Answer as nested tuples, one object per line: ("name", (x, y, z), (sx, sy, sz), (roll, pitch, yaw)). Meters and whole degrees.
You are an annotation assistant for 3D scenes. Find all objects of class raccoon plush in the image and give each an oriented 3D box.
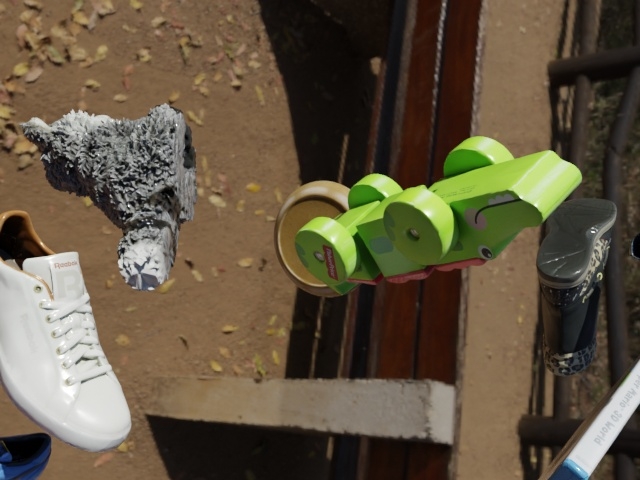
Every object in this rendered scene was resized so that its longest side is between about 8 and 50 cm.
("raccoon plush", (-0.386, -0.097, 1.188), (0.446, 0.299, 0.216), (-89, 177, -63))

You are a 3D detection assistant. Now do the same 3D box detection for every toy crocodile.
("toy crocodile", (0.085, -0.008, 0.652), (0.115, 0.341, 0.105), (-41, 105, -35))

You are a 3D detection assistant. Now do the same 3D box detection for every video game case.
("video game case", (0.159, 0.126, 0.427), (0.166, 0.015, 0.119), (-27, 147, -44))

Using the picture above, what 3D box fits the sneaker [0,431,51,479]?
("sneaker", (-0.409, 0.262, 0.802), (0.209, 0.082, 0.069), (-3, 46, -50))

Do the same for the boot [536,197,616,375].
("boot", (0.358, 0.057, 0.988), (0.236, 0.085, 0.178), (-44, 132, -47))

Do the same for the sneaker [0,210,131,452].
("sneaker", (-0.288, 0.089, 0.756), (0.290, 0.123, 0.106), (49, 24, 13))

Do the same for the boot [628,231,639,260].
("boot", (0.460, 0.006, 0.796), (0.106, 0.219, 0.082), (7, 76, -19))

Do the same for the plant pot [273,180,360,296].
("plant pot", (0.000, 0.000, 1.404), (0.032, 0.236, 0.236), (-15, 98, -60))
